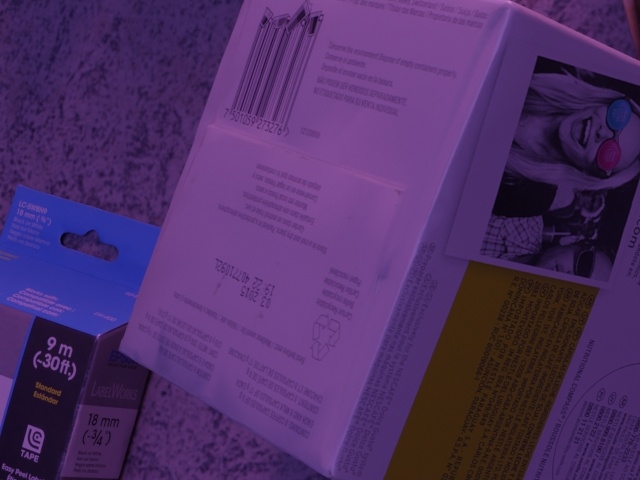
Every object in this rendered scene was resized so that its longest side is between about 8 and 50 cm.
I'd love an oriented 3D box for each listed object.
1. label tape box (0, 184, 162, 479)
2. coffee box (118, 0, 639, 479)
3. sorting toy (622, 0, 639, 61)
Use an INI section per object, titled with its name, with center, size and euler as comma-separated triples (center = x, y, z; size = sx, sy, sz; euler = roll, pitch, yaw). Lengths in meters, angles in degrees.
[label tape box]
center = -0.293, 0.121, 1.847
size = 0.241, 0.106, 0.333
euler = 16, 91, 32
[coffee box]
center = 0.108, 0.009, 1.428
size = 0.338, 0.334, 0.338
euler = 24, 95, 56
[sorting toy]
center = 0.315, -0.202, 1.394
size = 0.196, 0.347, 0.047
euler = -25, 68, 6
